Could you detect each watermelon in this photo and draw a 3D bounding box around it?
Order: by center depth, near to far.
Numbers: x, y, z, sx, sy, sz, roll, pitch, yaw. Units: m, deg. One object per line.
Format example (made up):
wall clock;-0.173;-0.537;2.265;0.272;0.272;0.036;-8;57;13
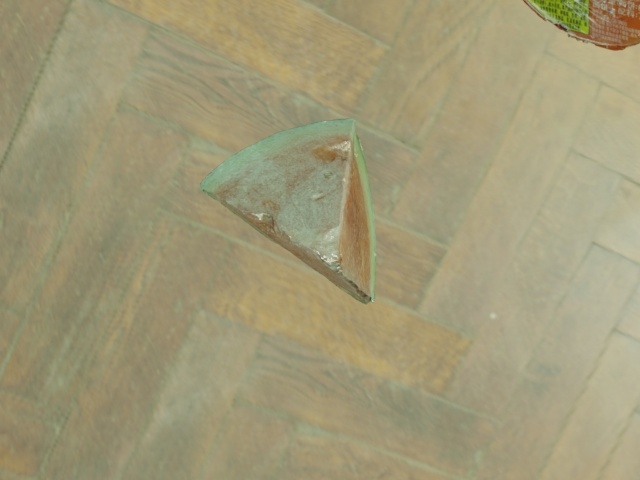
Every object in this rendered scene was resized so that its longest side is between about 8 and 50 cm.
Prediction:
watermelon;-0.014;-0.001;1.221;0.136;0.202;0.207;-18;111;24

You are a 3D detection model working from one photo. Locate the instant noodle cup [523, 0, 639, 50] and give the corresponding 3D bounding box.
instant noodle cup;0.262;-0.279;0.951;0.212;0.193;0.193;-36;116;-32
